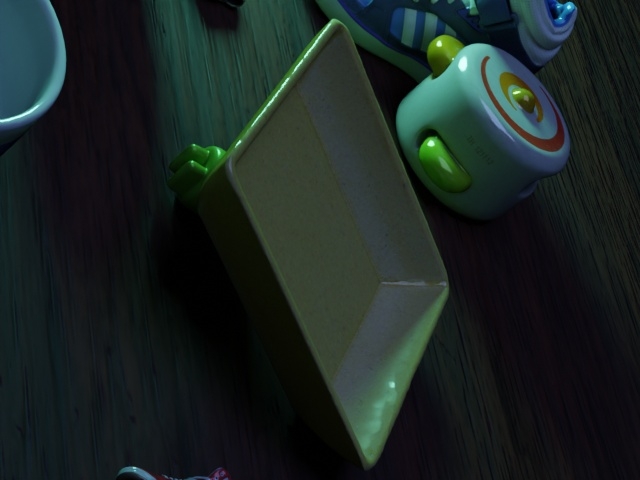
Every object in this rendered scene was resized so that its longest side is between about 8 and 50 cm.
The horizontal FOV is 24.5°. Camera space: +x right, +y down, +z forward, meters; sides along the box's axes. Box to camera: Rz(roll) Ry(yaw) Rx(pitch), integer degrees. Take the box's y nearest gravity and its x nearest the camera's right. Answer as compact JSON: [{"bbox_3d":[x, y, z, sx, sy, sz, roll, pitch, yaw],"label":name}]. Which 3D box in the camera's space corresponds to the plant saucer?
[{"bbox_3d":[0.000,0.000,1.412,0.332,0.081,0.332,66,29,-22],"label":"plant saucer"}]

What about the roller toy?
[{"bbox_3d":[0.203,-0.137,1.792,0.191,0.146,0.209,24,42,-35],"label":"roller toy"}]

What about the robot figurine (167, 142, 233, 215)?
[{"bbox_3d":[-0.092,-0.047,1.436,0.115,0.067,0.101,32,35,-27],"label":"robot figurine"}]

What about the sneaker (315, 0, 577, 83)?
[{"bbox_3d":[0.166,-0.317,1.837,0.323,0.236,0.130,35,37,-23],"label":"sneaker"}]

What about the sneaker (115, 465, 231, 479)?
[{"bbox_3d":[-0.115,0.203,1.198,0.118,0.042,0.067,43,38,-26],"label":"sneaker"}]

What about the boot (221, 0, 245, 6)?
[{"bbox_3d":[-0.128,-0.317,1.673,0.118,0.042,0.087,20,47,-36],"label":"boot"}]

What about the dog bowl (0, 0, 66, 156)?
[{"bbox_3d":[-0.350,-0.174,1.222,0.265,0.104,0.264,31,39,-28],"label":"dog bowl"}]
